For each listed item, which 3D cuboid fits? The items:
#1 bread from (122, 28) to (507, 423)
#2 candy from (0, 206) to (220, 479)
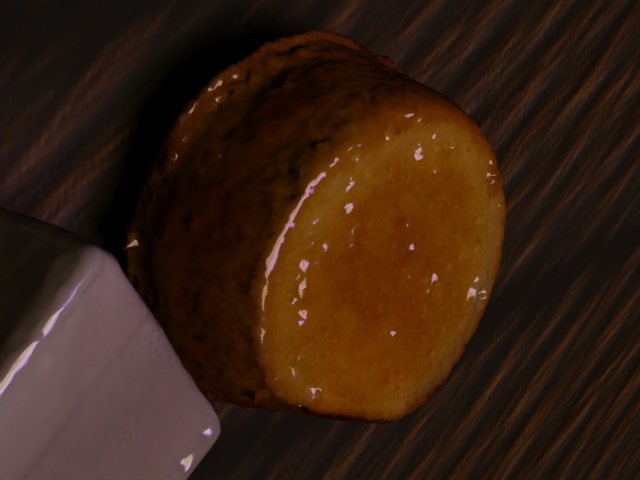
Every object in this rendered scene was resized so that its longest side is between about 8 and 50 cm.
[{"bbox_3d":[0.004,-0.001,1.133,0.312,0.172,0.312,-25,126,-40],"label":"bread"},{"bbox_3d":[-0.238,0.167,0.939,0.358,0.145,0.208,-53,141,-20],"label":"candy"}]
